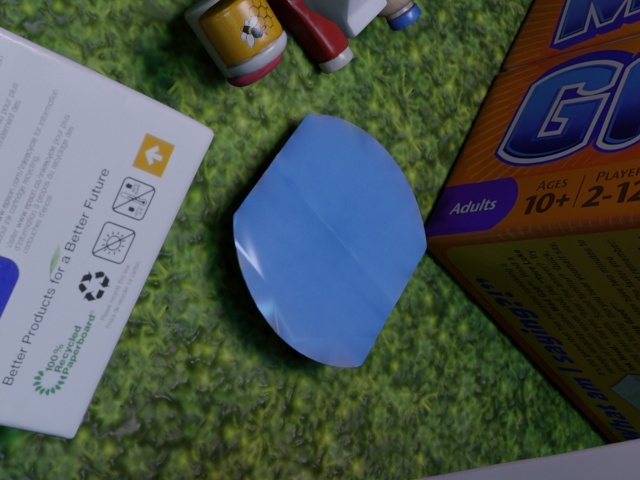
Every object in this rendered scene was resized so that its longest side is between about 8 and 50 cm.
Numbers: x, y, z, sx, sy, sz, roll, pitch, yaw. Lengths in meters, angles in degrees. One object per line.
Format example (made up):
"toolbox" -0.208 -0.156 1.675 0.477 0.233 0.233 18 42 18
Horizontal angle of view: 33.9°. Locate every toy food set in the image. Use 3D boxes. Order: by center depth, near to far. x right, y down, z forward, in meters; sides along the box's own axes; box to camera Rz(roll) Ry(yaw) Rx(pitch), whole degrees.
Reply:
"toy food set" 0.012 -0.150 0.669 0.232 0.111 0.105 -50 117 -35

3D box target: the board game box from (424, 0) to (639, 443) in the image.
"board game box" 0.370 -0.044 0.811 0.356 0.356 0.356 44 59 -29

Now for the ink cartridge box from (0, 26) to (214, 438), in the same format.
"ink cartridge box" -0.230 -0.038 0.431 0.370 0.069 0.176 23 94 -43

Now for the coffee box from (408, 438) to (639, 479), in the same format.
"coffee box" 0.132 0.300 0.486 0.334 0.338 0.338 35 45 -52

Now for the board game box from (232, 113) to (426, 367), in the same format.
"board game box" 0.000 0.000 0.700 0.133 0.033 0.169 48 52 -21
